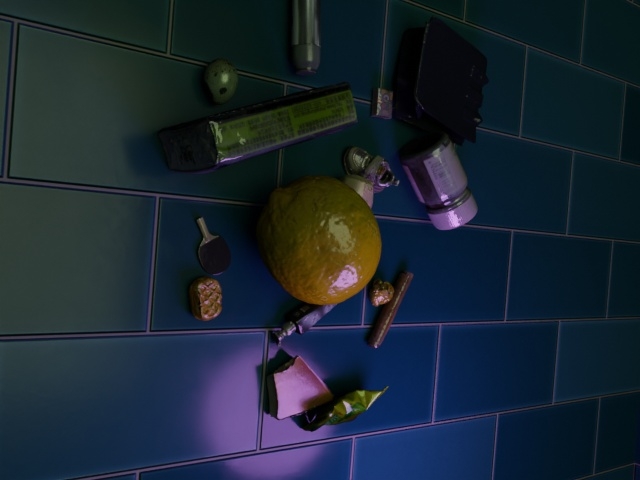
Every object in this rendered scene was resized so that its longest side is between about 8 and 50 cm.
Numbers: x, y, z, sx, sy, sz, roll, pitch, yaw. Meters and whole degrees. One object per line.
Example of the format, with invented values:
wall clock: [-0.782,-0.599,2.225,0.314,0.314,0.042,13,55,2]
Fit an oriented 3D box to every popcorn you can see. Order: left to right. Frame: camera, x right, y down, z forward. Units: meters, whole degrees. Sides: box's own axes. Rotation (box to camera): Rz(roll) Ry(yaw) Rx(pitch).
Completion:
popcorn: [0.177,0.149,1.920,0.084,0.084,0.084,-3,95,-35]

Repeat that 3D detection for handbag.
handbag: [0.381,-0.480,1.974,0.329,0.122,0.303,19,76,-37]

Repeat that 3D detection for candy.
candy: [0.072,0.479,1.830,0.246,0.149,0.069,-4,59,-37]

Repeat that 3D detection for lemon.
lemon: [-0.001,-0.002,1.625,0.336,0.336,0.336,-3,95,-35]

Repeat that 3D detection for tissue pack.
tissue pack: [-0.146,-0.265,1.516,0.394,0.288,0.124,-23,103,-32]
tissue pack: [0.184,-0.406,1.895,0.063,0.035,0.083,1,92,-37]

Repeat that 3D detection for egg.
egg: [-0.245,-0.389,1.561,0.085,0.085,0.110,2,108,-36]

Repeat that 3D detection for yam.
yam: [0.213,0.212,1.950,0.046,0.046,0.264,37,72,-31]

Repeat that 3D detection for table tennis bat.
table tennis bat: [-0.276,0.013,1.609,0.087,0.013,0.156,-30,110,-30]

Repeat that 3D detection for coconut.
coconut: [0.092,-0.117,1.803,0.116,0.116,0.122,20,81,-35]

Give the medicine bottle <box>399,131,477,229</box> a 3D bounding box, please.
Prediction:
medicine bottle: [0.365,-0.182,1.961,0.165,0.165,0.273,-42,117,-26]

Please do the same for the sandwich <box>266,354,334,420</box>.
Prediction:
sandwich: [-0.055,0.391,1.764,0.193,0.058,0.162,-9,98,-36]

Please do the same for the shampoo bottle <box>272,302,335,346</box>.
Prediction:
shampoo bottle: [-0.046,0.214,1.761,0.207,0.057,0.063,-34,119,-27]

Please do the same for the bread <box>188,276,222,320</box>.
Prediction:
bread: [-0.285,0.145,1.593,0.083,0.044,0.111,-8,96,-36]

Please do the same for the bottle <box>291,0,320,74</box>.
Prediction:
bottle: [-0.037,-0.573,1.705,0.096,0.079,0.254,-8,98,-74]

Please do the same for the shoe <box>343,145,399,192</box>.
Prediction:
shoe: [0.149,-0.204,1.847,0.180,0.092,0.089,38,72,-31]
